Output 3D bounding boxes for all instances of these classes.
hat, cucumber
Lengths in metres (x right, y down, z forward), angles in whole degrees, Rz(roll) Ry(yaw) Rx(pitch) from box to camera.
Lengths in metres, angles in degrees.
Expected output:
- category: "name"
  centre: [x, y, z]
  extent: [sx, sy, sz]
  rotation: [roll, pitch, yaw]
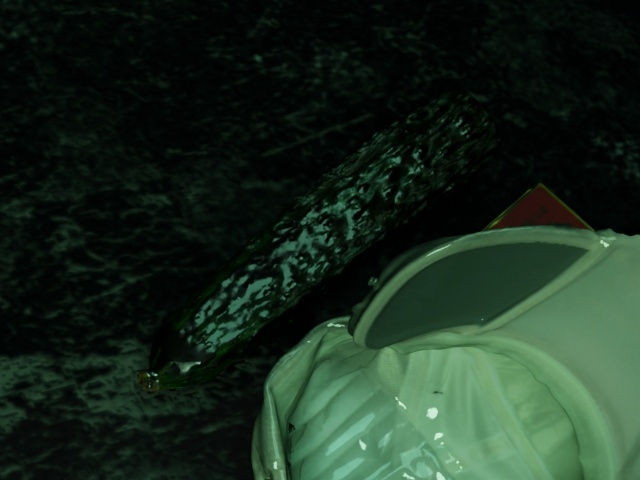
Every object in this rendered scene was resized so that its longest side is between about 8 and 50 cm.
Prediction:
- category: "hat"
  centre: [0.100, 0.105, 0.691]
  extent: [0.232, 0.275, 0.161]
  rotation: [57, 21, 1]
- category: "cucumber"
  centre: [0.000, 0.000, 0.833]
  extent: [0.067, 0.067, 0.293]
  rotation: [44, 61, 15]

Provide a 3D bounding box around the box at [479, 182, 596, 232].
- category: "box"
  centre: [0.163, 0.031, 0.873]
  extent: [0.090, 0.023, 0.133]
  rotation: [-37, 72, -26]
